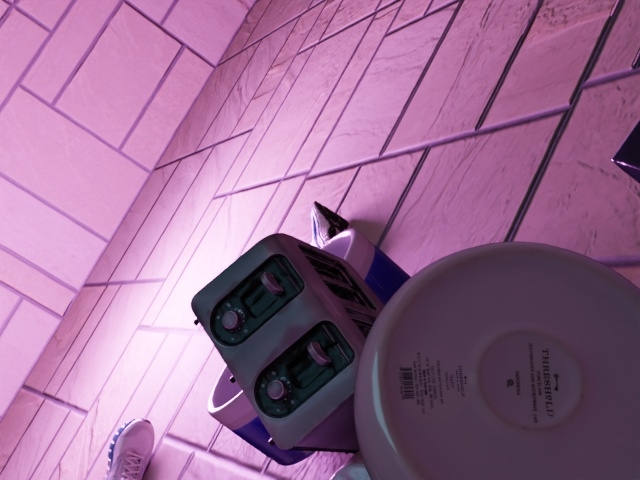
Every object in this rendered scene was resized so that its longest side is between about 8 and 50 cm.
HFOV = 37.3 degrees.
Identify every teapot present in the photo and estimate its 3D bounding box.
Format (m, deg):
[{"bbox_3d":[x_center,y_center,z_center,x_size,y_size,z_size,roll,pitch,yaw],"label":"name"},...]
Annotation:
[{"bbox_3d":[0.142,0.141,0.700,0.256,0.252,0.187,-42,-24,-21],"label":"teapot"}]

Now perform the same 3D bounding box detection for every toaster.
[{"bbox_3d":[0.001,0.099,0.840,0.110,0.185,0.168,-43,61,13],"label":"toaster"}]

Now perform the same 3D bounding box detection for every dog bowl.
[{"bbox_3d":[-0.007,0.119,1.078,0.265,0.104,0.265,-49,9,11],"label":"dog bowl"}]

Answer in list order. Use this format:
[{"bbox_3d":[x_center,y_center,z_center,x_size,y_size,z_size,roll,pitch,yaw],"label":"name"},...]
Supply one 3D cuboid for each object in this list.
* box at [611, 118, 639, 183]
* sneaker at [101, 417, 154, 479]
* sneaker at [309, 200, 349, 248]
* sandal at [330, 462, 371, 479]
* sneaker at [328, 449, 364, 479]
[{"bbox_3d":[0.311,-0.034,0.631,0.093,0.156,0.158,-55,21,4],"label":"box"},{"bbox_3d":[-0.302,0.372,1.477,0.083,0.071,0.191,5,71,59],"label":"sneaker"},{"bbox_3d":[0.000,0.000,1.375,0.073,0.063,0.162,-51,21,19],"label":"sneaker"},{"bbox_3d":[0.053,0.304,0.738,0.102,0.076,0.265,1,90,39],"label":"sandal"},{"bbox_3d":[0.015,0.278,0.854,0.350,0.131,0.148,-48,7,1],"label":"sneaker"}]
